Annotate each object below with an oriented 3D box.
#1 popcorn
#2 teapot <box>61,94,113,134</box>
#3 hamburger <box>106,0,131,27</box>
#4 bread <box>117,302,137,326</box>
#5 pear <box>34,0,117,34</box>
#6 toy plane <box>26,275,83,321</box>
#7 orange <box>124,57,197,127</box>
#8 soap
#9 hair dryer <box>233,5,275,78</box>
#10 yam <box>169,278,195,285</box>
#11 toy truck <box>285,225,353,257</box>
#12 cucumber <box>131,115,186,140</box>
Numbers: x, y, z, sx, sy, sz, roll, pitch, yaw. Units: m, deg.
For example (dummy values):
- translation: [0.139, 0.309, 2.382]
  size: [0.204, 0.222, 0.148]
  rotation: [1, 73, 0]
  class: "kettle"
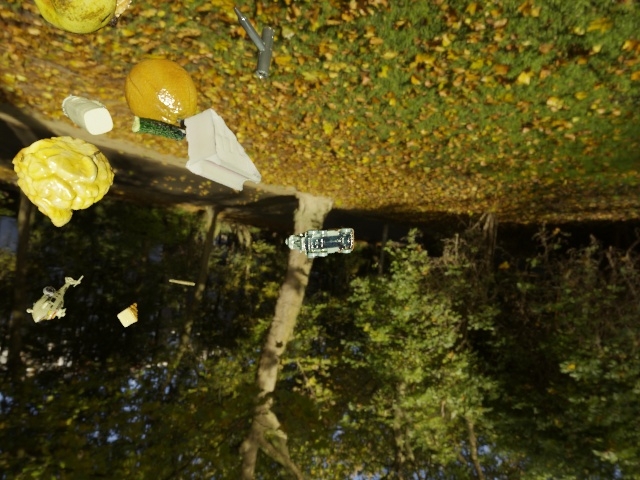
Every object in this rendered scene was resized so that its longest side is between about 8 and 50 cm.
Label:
- translation: [-1.029, -0.234, 1.696]
  size: [0.349, 0.381, 0.349]
  rotation: [27, -150, -17]
  class: "popcorn"
- translation: [-0.698, -0.391, 1.276]
  size: [0.200, 0.077, 0.107]
  rotation: [30, -131, 35]
  class: "teapot"
- translation: [-0.761, -0.900, 1.448]
  size: [0.211, 0.244, 0.261]
  rotation: [26, 158, -36]
  class: "hamburger"
- translation: [-0.972, 0.380, 2.144]
  size: [0.084, 0.080, 0.109]
  rotation: [-31, -172, 0]
  class: "bread"
- translation: [-0.590, -0.609, 1.015]
  size: [0.198, 0.197, 0.197]
  rotation: [7, 178, 0]
  class: "pear"
- translation: [-0.966, 0.209, 1.543]
  size: [0.108, 0.092, 0.286]
  rotation: [36, -164, -23]
  class: "toy plane"
- translation: [-0.739, -0.675, 1.976]
  size: [0.357, 0.322, 0.322]
  rotation: [52, -161, 24]
  class: "orange"
- translation: [-0.411, -0.380, 1.776]
  size: [0.159, 0.257, 0.302]
  rotation: [-23, 158, 24]
  class: "soap"
- translation: [-0.222, -0.650, 1.357]
  size: [0.050, 0.173, 0.195]
  rotation: [-3, 166, 29]
  class: "hair dryer"
- translation: [-0.506, 0.152, 1.534]
  size: [0.014, 0.014, 0.107]
  rotation: [6, 171, 40]
  class: "yam"
- translation: [0.000, 0.000, 1.704]
  size: [0.257, 0.107, 0.140]
  rotation: [-7, -170, -31]
  class: "toy truck"
- translation: [-0.532, -0.372, 1.395]
  size: [0.058, 0.058, 0.187]
  rotation: [6, -174, 31]
  class: "cucumber"
